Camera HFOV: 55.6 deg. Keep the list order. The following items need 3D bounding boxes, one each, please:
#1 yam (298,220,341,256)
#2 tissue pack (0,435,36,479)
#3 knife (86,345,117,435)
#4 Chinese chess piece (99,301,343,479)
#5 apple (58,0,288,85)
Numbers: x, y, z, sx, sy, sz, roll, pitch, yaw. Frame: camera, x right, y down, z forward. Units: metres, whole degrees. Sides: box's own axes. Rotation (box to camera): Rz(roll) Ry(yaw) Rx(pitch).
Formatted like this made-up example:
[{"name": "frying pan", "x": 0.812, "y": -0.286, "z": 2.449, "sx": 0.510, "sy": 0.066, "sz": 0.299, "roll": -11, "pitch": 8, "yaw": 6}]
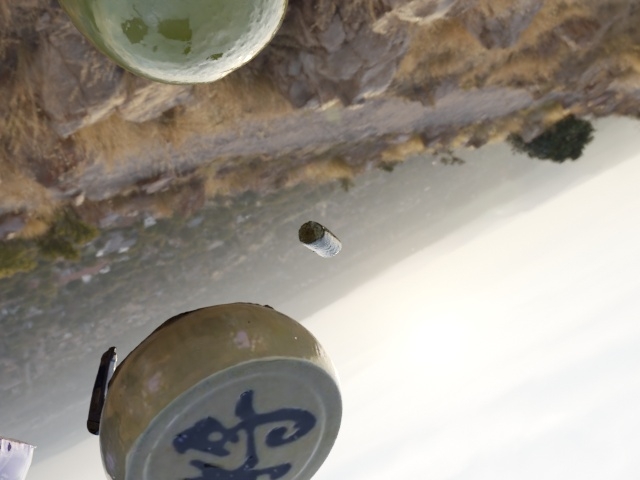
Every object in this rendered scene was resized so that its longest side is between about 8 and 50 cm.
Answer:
[{"name": "yam", "x": 0.000, "y": 0.000, "z": 0.945, "sx": 0.043, "sy": 0.043, "sz": 0.094, "roll": -30, "pitch": 156, "yaw": 9}, {"name": "tissue pack", "x": -0.459, "y": 0.352, "z": 0.616, "sx": 0.160, "sy": 0.338, "sz": 0.242, "roll": 9, "pitch": 158, "yaw": 10}, {"name": "knife", "x": -0.283, "y": 0.194, "z": 0.792, "sx": 0.031, "sy": 0.121, "sz": 0.018, "roll": -15, "pitch": 148, "yaw": 23}, {"name": "Chinese chess piece", "x": -0.100, "y": 0.190, "z": 0.643, "sx": 0.257, "sy": 0.104, "sz": 0.257, "roll": -16, "pitch": 125, "yaw": -24}, {"name": "apple", "x": -0.176, "y": -0.334, "z": 0.735, "sx": 0.292, "sy": 0.292, "sz": 0.254, "roll": -30, "pitch": 146, "yaw": 5}]
